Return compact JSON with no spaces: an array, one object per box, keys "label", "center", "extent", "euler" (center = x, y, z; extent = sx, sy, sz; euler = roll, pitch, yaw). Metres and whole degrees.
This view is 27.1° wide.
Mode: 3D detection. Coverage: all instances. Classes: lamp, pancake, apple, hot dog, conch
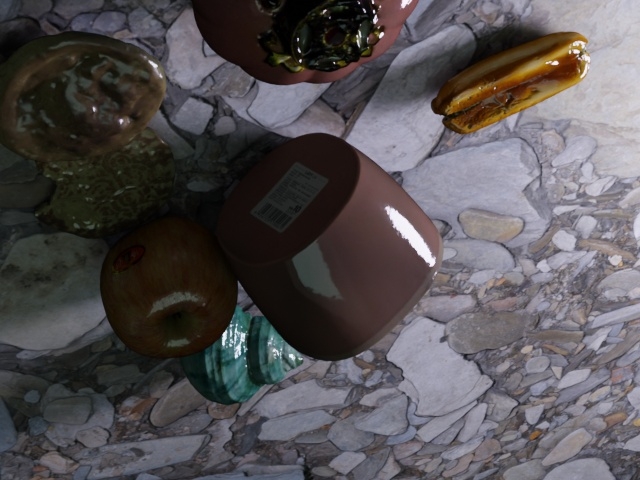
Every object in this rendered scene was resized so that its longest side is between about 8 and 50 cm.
[{"label":"lamp","center":[-0.013,-0.317,1.628],"extent":[0.306,0.239,0.305],"euler":[-12,139,-10]},{"label":"pancake","center":[-0.312,-0.086,1.913],"extent":[0.212,0.029,0.235],"euler":[-2,136,-23]},{"label":"apple","center":[-0.229,0.071,2.003],"extent":[0.211,0.188,0.211],"euler":[-12,135,-13]},{"label":"hot dog","center":[0.283,-0.242,1.978],"extent":[0.250,0.068,0.100],"euler":[-24,127,-1]},{"label":"pancake","center":[-0.319,-0.183,1.733],"extent":[0.242,0.050,0.242],"euler":[-14,143,-11]},{"label":"conch","center":[-0.136,0.189,2.212],"extent":[0.202,0.134,0.196],"euler":[-10,140,-12]}]

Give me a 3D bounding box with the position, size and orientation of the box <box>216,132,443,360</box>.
[{"label":"box","center":[0.000,0.000,1.956],"extent":[0.301,0.301,0.216],"euler":[-32,132,12]}]
